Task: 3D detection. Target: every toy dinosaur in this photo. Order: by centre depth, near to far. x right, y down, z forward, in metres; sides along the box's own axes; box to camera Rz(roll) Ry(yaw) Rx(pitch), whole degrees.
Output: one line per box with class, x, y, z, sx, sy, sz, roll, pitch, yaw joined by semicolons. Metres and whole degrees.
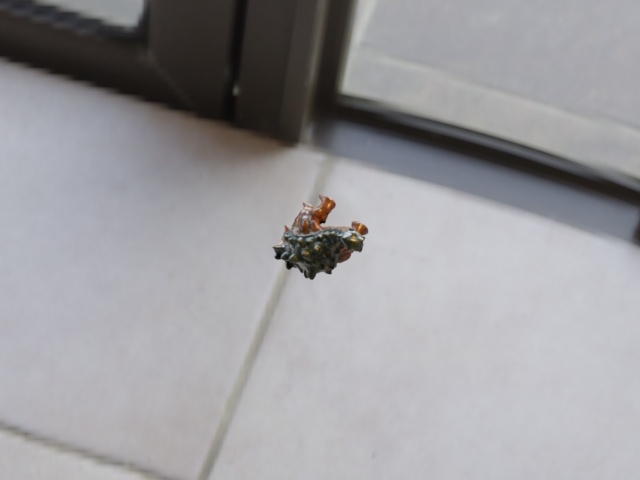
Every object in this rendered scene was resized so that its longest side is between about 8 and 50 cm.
toy dinosaur;0.000;0.000;1.433;0.049;0.154;0.055;42;75;-13
